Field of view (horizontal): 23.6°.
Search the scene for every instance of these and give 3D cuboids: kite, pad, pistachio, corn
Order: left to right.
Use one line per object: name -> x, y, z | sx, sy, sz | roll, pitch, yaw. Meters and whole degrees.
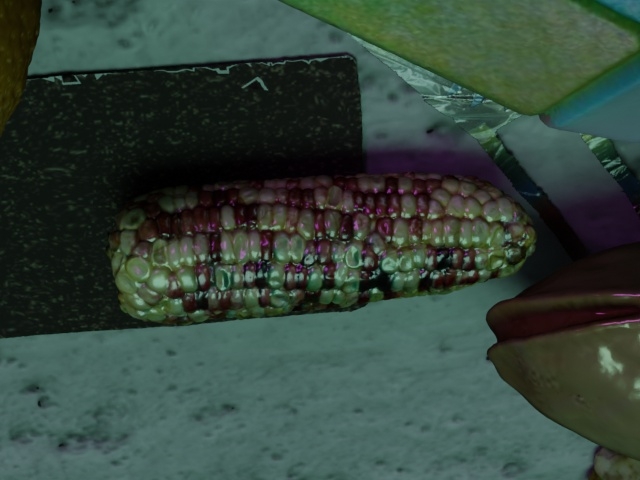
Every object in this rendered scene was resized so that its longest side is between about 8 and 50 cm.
pad -> -0.137, -0.018, 0.947 | 0.330, 0.004, 0.220 | -4, 135, -1
corn -> 0.000, 0.000, 0.914 | 0.253, 0.086, 0.086 | -6, 135, -2
kite -> 0.128, -0.085, 0.897 | 0.169, 0.015, 0.310 | -19, 133, 16
pistachio -> 0.237, 0.067, 0.937 | 0.260, 0.163, 0.213 | 6, 155, -25

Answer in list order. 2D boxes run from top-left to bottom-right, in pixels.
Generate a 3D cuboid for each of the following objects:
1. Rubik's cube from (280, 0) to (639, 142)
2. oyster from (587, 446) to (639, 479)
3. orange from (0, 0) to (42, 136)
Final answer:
Rubik's cube -> 0.142, -0.208, 0.555 | 0.387, 0.358, 0.368 | -22, 168, 26
oyster -> 0.369, 0.172, 1.101 | 0.341, 0.110, 0.166 | 7, 130, 7
orange -> -0.254, -0.122, 0.676 | 0.264, 0.264, 0.264 | -2, 135, -2
